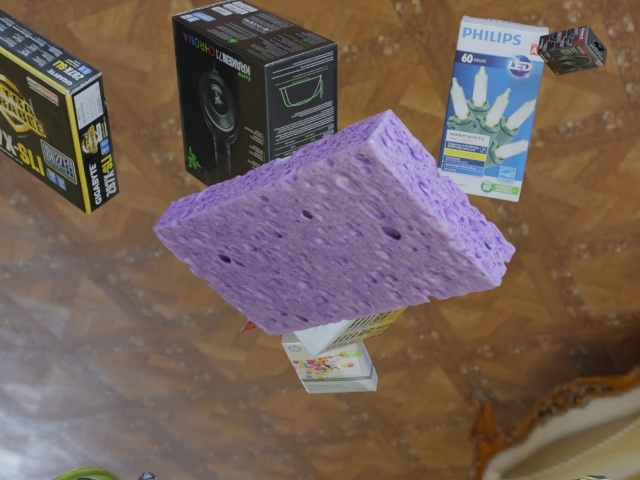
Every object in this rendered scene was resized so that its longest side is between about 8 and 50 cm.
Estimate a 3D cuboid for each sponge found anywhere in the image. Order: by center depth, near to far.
[{"bbox_3d":[0.000,0.000,0.646,0.117,0.031,0.210,44,144,-24],"label":"sponge"}]

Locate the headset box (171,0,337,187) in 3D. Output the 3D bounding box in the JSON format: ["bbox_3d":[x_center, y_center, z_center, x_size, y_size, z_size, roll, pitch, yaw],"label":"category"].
[{"bbox_3d":[-0.097,-0.184,1.606,0.131,0.246,0.283,-23,129,-31],"label":"headset box"}]

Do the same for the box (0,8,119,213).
[{"bbox_3d":[-0.469,-0.222,1.740,0.322,0.079,0.257,33,146,25],"label":"box"}]

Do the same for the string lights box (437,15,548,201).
[{"bbox_3d":[0.260,-0.201,1.643,0.133,0.077,0.259,9,111,8],"label":"string lights box"}]

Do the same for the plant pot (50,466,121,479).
[{"bbox_3d":[-0.287,0.581,1.582,0.353,0.366,0.366,25,152,27],"label":"plant pot"}]

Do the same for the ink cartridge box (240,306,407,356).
[{"bbox_3d":[0.050,0.087,1.788,0.272,0.130,0.309,-48,164,17],"label":"ink cartridge box"}]

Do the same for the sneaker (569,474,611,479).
[{"bbox_3d":[0.396,0.369,1.611,0.083,0.031,0.035,-2,-174,-3],"label":"sneaker"}]

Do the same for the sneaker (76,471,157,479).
[{"bbox_3d":[-0.310,0.395,1.374,0.269,0.153,0.101,-23,152,2],"label":"sneaker"}]

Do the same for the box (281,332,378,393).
[{"bbox_3d":[0.021,0.233,2.095,0.145,0.038,0.186,-4,139,16],"label":"box"}]

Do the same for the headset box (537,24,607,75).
[{"bbox_3d":[0.355,-0.265,1.500,0.083,0.032,0.062,-5,152,39],"label":"headset box"}]
